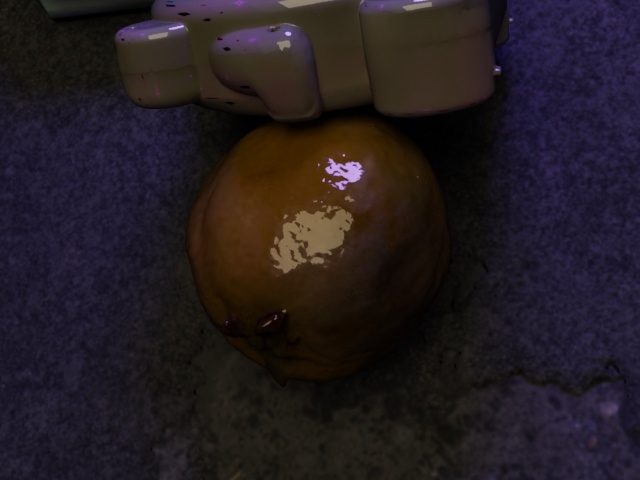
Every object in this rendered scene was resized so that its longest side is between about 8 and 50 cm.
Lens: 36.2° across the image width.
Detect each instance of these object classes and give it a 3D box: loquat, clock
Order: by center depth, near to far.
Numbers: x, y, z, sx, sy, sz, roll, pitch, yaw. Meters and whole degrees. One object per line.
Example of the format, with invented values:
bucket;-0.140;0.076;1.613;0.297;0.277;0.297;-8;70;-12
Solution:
loquat;0.000;0.000;0.824;0.239;0.193;0.238;-7;54;10
clock;0.003;-0.181;0.844;0.310;0.284;0.114;-3;113;16

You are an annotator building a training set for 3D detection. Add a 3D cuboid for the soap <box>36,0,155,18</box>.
soap;-0.193;-0.353;1.010;0.347;0.115;0.208;-4;72;11
